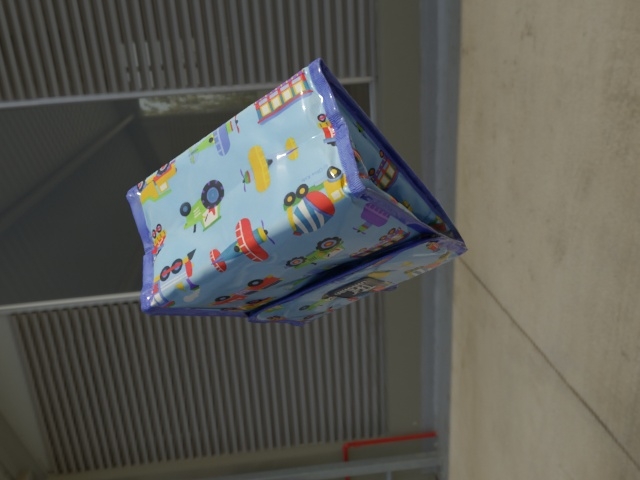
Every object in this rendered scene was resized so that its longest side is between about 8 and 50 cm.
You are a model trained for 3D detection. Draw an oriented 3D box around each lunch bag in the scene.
[{"bbox_3d":[0.000,0.000,0.599,0.293,0.221,0.138,30,-143,-53],"label":"lunch bag"}]
